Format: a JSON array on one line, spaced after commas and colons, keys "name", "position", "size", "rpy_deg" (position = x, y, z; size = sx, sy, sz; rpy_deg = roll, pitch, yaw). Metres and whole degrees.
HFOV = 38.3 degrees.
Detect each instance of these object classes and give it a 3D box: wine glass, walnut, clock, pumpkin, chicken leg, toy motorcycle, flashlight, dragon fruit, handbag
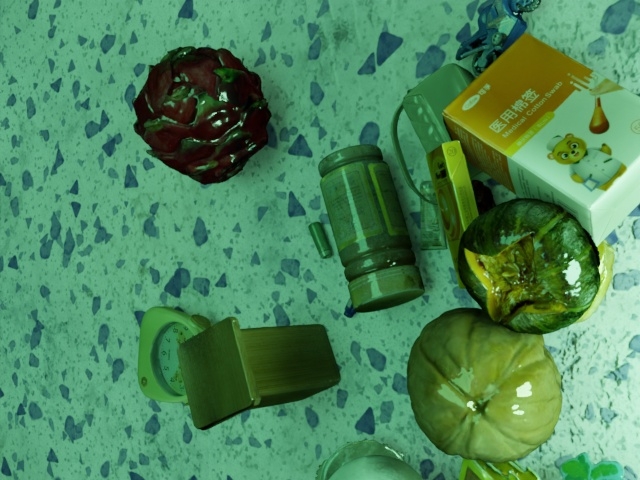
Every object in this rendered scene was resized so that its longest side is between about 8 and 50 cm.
[{"name": "wine glass", "position": [0.100, 0.517, 1.763], "size": [0.238, 0.323, 0.238], "rpy_deg": [0, 92, -1]}, {"name": "walnut", "position": [0.292, 0.252, 1.642], "size": [0.277, 0.313, 0.252], "rpy_deg": [10, 99, 17]}, {"name": "clock", "position": [-0.325, 0.293, 2.284], "size": [0.308, 0.096, 0.235], "rpy_deg": [6, 92, 40]}, {"name": "pumpkin", "position": [0.347, 0.040, 1.527], "size": [0.238, 0.159, 0.238], "rpy_deg": [15, 122, 26]}, {"name": "chicken leg", "position": [0.312, -0.022, 1.767], "size": [0.053, 0.093, 0.205], "rpy_deg": [-8, 122, 28]}, {"name": "toy motorcycle", "position": [0.341, -0.412, 1.767], "size": [0.114, 0.076, 0.205], "rpy_deg": [52, 122, 38]}, {"name": "flashlight", "position": [0.081, 0.113, 1.989], "size": [0.057, 0.035, 0.121], "rpy_deg": [38, 112, 33]}, {"name": "dragon fruit", "position": [-0.268, -0.289, 2.123], "size": [0.329, 0.329, 0.329], "rpy_deg": [-1, 88, 40]}, {"name": "handbag", "position": [0.246, -0.202, 1.825], "size": [0.219, 0.079, 0.256], "rpy_deg": [-34, 69, 28]}]

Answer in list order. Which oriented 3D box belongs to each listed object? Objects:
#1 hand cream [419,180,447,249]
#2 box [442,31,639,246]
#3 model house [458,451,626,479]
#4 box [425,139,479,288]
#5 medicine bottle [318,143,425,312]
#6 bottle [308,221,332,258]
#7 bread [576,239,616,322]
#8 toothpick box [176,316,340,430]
[{"name": "hand cream", "position": [0.228, -0.051, 1.877], "size": [0.061, 0.039, 0.143], "rpy_deg": [0, 97, 30]}, {"name": "box", "position": [0.409, -0.181, 1.597], "size": [0.225, 0.143, 0.341], "rpy_deg": [-44, 58, -8]}, {"name": "model house", "position": [0.366, 0.500, 1.618], "size": [0.358, 0.242, 0.312], "rpy_deg": [-29, 68, 38]}, {"name": "box", "position": [0.257, -0.043, 1.703], "size": [0.152, 0.043, 0.269], "rpy_deg": [161, 95, -84]}, {"name": "medicine bottle", "position": [0.100, -0.026, 1.902], "size": [0.151, 0.151, 0.322], "rpy_deg": [-26, 73, 37]}, {"name": "bottle", "position": [0.000, 0.000, 2.063], "size": [0.030, 0.030, 0.083], "rpy_deg": [-34, 69, 34]}, {"name": "bread", "position": [0.405, 0.044, 1.666], "size": [0.236, 0.120, 0.198], "rpy_deg": [33, 115, 37]}, {"name": "toothpick box", "position": [-0.121, 0.275, 1.976], "size": [0.187, 0.308, 0.190], "rpy_deg": [-32, 68, 35]}]
